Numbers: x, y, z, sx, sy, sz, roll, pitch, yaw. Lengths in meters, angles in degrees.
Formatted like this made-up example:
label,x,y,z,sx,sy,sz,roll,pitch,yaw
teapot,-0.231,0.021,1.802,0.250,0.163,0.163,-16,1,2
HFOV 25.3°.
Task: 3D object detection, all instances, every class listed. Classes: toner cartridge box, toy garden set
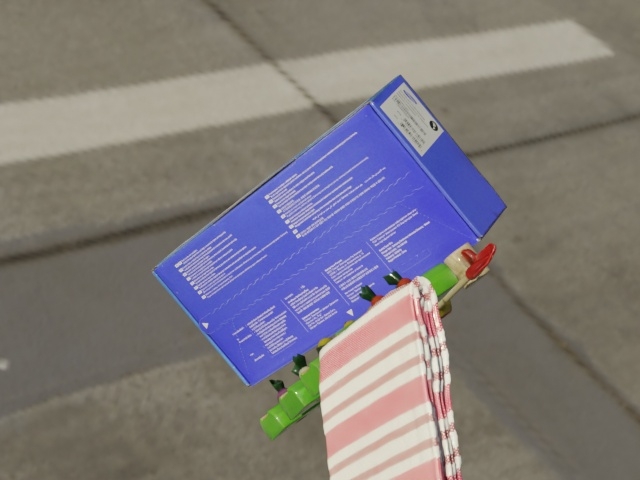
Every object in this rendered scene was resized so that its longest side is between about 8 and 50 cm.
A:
label,x,y,z,sx,sy,sz,roll,pitch,yaw
toner cartridge box,0.000,0.000,1.405,0.165,0.348,0.075,52,39,-5
toy garden set,0.053,0.062,1.182,0.204,0.244,0.049,-32,80,-27

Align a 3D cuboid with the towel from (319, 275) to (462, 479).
label,x,y,z,sx,sy,sz,roll,pitch,yaw
towel,0.047,0.137,0.909,0.029,0.144,0.197,4,67,-27
